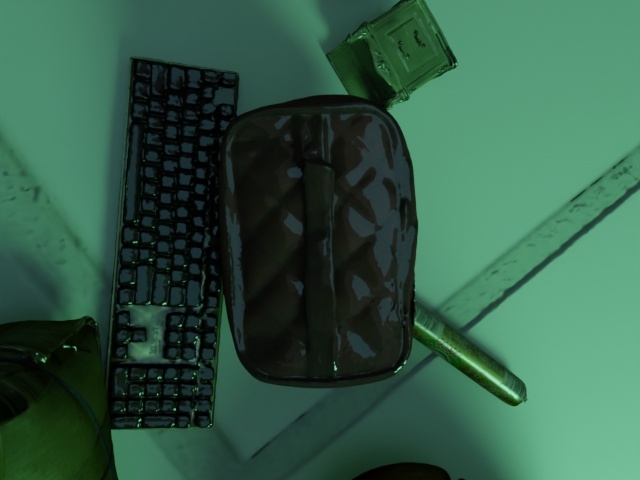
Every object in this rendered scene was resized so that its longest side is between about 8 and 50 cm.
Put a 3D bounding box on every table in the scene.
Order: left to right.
[{"bbox_3d":[0.064,-0.168,0.514,0.083,0.062,0.079,-36,102,-14],"label":"table"}]

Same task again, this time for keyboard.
[{"bbox_3d":[-0.123,0.006,0.478,0.106,0.027,0.317,4,91,-18],"label":"keyboard"}]

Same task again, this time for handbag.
[{"bbox_3d":[0.000,0.000,0.448,0.146,0.135,0.225,0,94,4],"label":"handbag"}]

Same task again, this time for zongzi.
[{"bbox_3d":[-0.191,0.191,0.322,0.122,0.289,0.260,-8,97,-10],"label":"zongzi"}]

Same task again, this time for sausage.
[{"bbox_3d":[0.119,0.097,0.560,0.269,0.033,0.033,36,81,-17],"label":"sausage"}]

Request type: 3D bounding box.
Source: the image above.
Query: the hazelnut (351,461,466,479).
[{"bbox_3d":[0.092,0.295,0.495,0.208,0.208,0.208,-1,93,-19],"label":"hazelnut"}]
